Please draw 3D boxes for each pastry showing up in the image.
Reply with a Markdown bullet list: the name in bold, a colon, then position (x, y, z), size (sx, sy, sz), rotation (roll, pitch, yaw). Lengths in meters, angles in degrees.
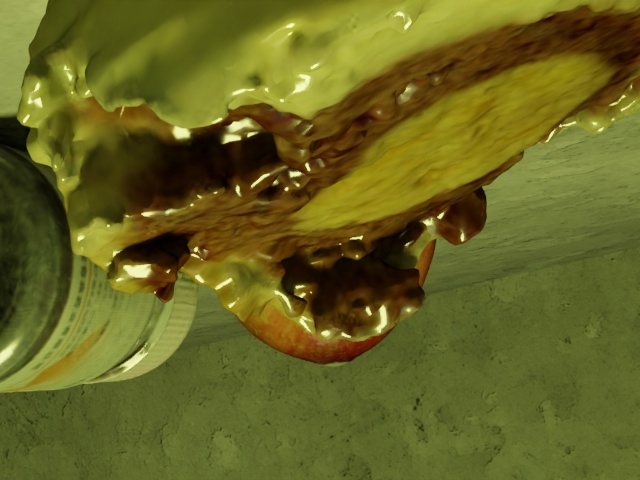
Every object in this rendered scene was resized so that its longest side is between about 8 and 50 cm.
- **pastry**: position (0.022, -0.090, 0.448), size (0.237, 0.170, 0.256), rotation (-34, 160, 16)

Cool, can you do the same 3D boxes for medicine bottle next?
- **medicine bottle**: position (-0.200, 0.026, 0.885), size (0.165, 0.165, 0.273), rotation (-13, 171, 15)

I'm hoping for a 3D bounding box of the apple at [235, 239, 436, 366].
- **apple**: position (0.000, 0.000, 0.962), size (0.199, 0.199, 0.199), rotation (-11, 171, -2)
